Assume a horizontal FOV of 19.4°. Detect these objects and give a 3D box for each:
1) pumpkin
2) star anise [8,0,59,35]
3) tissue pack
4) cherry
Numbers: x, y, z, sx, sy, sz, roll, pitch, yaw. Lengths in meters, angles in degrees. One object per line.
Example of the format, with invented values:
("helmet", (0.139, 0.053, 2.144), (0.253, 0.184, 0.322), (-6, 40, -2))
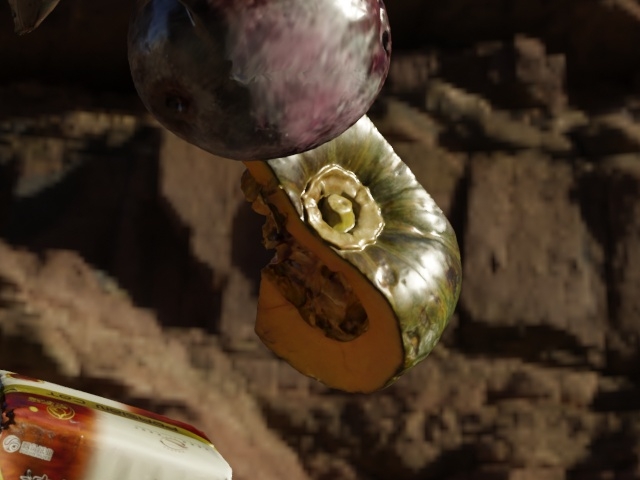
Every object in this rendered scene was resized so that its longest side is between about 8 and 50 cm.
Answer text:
("pumpkin", (0.001, -0.001, 1.698), (0.280, 0.139, 0.190), (51, -37, -11))
("star anise", (-0.188, -0.302, 1.234), (0.117, 0.332, 0.331), (-4, -26, 39))
("tissue pack", (-0.145, 0.151, 1.168), (0.148, 0.099, 0.106), (18, 8, -18))
("cherry", (-0.049, -0.146, 1.369), (0.195, 0.195, 0.195), (1, -30, 0))
